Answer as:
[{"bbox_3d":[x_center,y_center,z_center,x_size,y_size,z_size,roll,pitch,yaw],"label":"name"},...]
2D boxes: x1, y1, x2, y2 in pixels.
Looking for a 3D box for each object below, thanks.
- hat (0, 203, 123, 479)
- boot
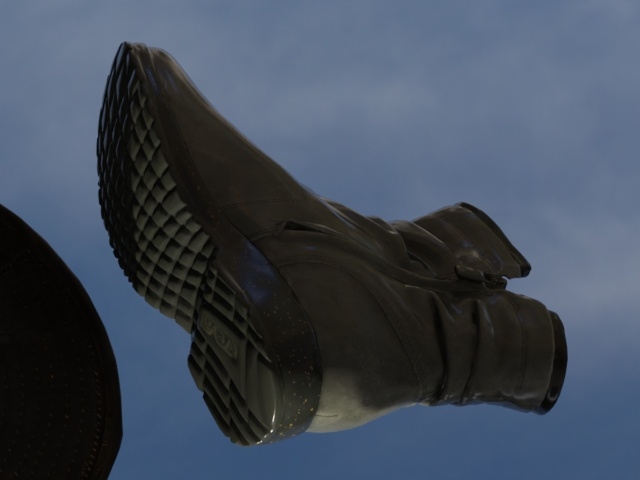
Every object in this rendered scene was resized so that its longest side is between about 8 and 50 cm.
[{"bbox_3d":[-0.259,0.057,0.896,0.331,0.134,0.331,-8,-133,9],"label":"hat"},{"bbox_3d":[0.000,0.000,0.901,0.161,0.083,0.246,-4,-137,-29],"label":"boot"}]
